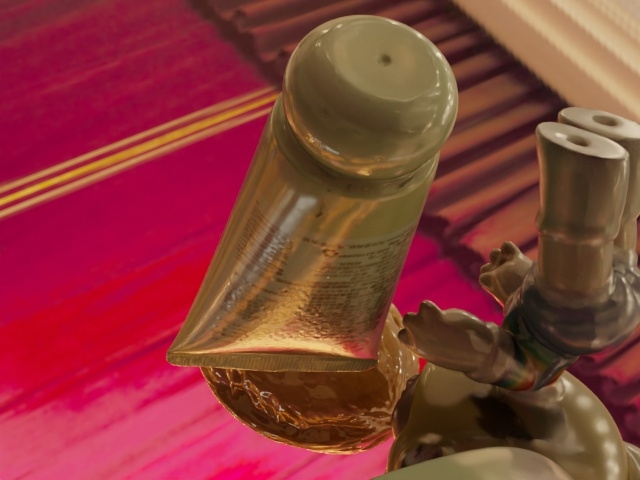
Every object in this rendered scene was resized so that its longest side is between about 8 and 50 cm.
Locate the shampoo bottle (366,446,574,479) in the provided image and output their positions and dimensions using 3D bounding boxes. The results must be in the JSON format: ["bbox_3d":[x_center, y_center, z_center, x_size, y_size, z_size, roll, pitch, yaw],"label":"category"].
[{"bbox_3d":[0.096,0.238,0.418,0.349,0.151,0.222,-122,-154,-53],"label":"shampoo bottle"}]

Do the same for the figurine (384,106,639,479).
[{"bbox_3d":[0.139,0.115,0.834,0.205,0.224,0.382,20,-49,20],"label":"figurine"}]

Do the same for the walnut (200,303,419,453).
[{"bbox_3d":[-0.012,0.091,1.072,0.206,0.159,0.159,34,-46,26],"label":"walnut"}]

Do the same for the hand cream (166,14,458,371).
[{"bbox_3d":[0.000,0.000,0.778,0.306,0.147,0.093,110,-22,-50],"label":"hand cream"}]
